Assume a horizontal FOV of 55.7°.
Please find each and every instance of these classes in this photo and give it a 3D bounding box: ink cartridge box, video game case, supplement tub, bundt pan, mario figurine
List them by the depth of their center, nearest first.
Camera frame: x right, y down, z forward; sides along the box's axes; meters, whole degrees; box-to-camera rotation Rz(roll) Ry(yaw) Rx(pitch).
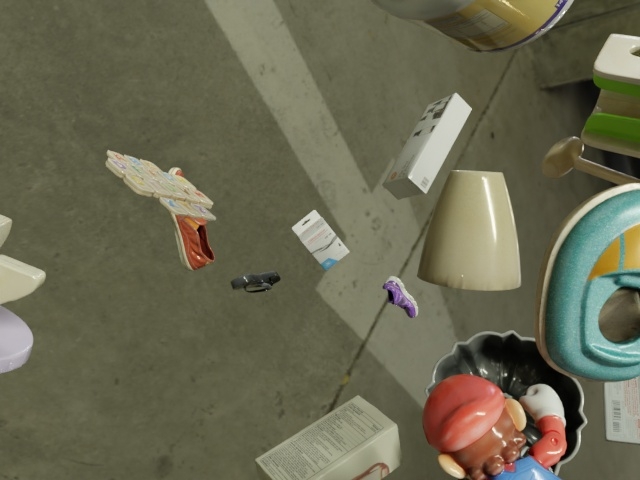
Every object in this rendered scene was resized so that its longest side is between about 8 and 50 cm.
[{"bbox_3d":[0.255,0.312,0.768,0.198,0.170,0.320,-13,54,-40],"label":"mario figurine"},{"bbox_3d":[0.183,-0.392,0.790,0.331,0.241,0.241,-5,90,-52],"label":"supplement tub"},{"bbox_3d":[0.671,0.305,1.214,0.023,0.193,0.212,61,34,-58],"label":"video game case"},{"bbox_3d":[0.399,0.372,1.325,0.124,0.331,0.330,58,41,-59],"label":"bundt pan"},{"bbox_3d":[0.000,0.000,1.990,0.104,0.060,0.180,-39,121,2],"label":"ink cartridge box"}]

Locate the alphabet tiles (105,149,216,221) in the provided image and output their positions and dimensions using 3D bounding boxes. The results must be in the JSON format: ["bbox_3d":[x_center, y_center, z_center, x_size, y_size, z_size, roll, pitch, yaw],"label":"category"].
[{"bbox_3d":[-0.393,-0.139,1.508,0.021,0.278,0.284,-57,156,12],"label":"alphabet tiles"}]

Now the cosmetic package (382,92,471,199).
[{"bbox_3d":[0.230,-0.204,1.310,0.060,0.099,0.239,38,68,-19],"label":"cosmetic package"}]

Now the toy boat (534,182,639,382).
[{"bbox_3d":[0.446,0.066,0.783,0.148,0.318,0.267,-123,-140,-81],"label":"toy boat"}]

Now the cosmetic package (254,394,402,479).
[{"bbox_3d":[0.022,0.498,1.359,0.296,0.153,0.129,-24,118,-26],"label":"cosmetic package"}]

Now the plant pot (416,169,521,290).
[{"bbox_3d":[0.376,-0.036,1.510,0.256,0.256,0.274,-9,103,-52],"label":"plant pot"}]

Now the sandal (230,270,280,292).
[{"bbox_3d":[-0.206,0.143,1.939,0.054,0.097,0.254,66,21,10],"label":"sandal"}]

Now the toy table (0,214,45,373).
[{"bbox_3d":[-0.540,0.067,0.866,0.274,0.252,0.161,18,109,-14],"label":"toy table"}]

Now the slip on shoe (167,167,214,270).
[{"bbox_3d":[-0.404,-0.068,1.880,0.123,0.101,0.331,-68,148,-73],"label":"slip on shoe"}]

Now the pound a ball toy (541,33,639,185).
[{"bbox_3d":[0.486,-0.161,0.822,0.136,0.319,0.208,-51,146,-30],"label":"pound a ball toy"}]

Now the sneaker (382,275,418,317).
[{"bbox_3d":[0.256,0.194,1.986,0.071,0.068,0.170,-43,110,-17],"label":"sneaker"}]

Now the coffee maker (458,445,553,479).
[{"bbox_3d":[0.293,0.427,1.019,0.178,0.171,0.120,24,45,-54],"label":"coffee maker"}]
